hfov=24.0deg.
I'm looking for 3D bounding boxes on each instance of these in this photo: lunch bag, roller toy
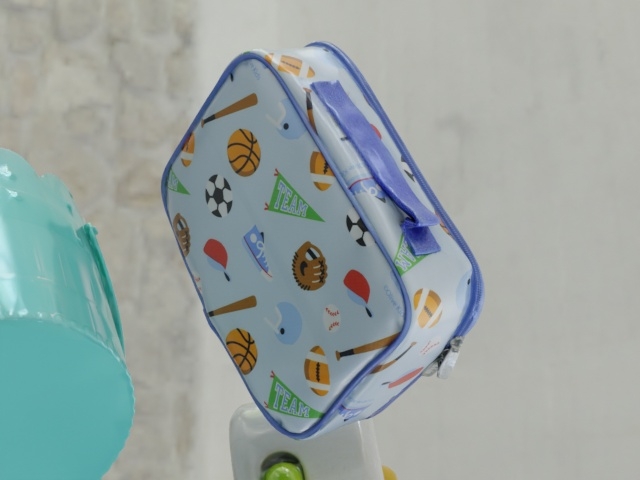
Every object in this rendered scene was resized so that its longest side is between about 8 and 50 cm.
[{"bbox_3d":[0.000,0.000,1.235,0.303,0.115,0.243,58,-46,21],"label":"lunch bag"},{"bbox_3d":[0.000,0.235,1.405,0.209,0.146,0.191,-101,-179,-54],"label":"roller toy"}]

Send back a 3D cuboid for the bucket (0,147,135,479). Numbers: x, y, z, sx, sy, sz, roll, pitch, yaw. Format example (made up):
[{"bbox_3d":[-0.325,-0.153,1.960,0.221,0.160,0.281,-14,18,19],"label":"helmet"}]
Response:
[{"bbox_3d":[-0.276,0.088,1.113,0.183,0.281,0.281,59,-45,42],"label":"bucket"}]
